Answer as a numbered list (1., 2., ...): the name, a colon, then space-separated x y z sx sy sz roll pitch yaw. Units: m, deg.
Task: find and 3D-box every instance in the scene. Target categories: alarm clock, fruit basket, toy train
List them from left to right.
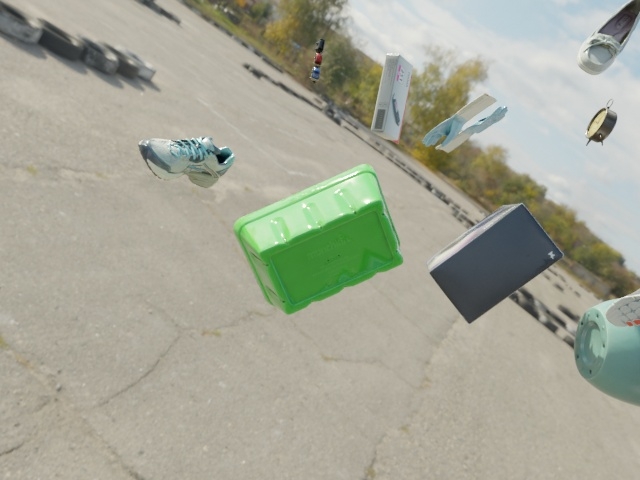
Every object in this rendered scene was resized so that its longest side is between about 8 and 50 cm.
1. toy train: -0.007 -0.533 1.719 0.027 0.158 0.036 15 -22 -15
2. fruit basket: 0.000 0.000 1.418 0.392 0.391 0.283 -109 176 -69
3. alarm clock: 1.096 -0.461 2.242 0.064 0.192 0.129 22 -6 -2

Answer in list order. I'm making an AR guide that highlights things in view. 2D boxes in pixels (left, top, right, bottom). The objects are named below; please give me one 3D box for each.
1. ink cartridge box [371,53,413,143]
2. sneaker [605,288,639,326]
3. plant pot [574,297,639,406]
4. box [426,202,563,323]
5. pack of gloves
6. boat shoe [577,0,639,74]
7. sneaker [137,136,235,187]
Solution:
1. ink cartridge box: 0.281 -0.498 2.088 0.060 0.275 0.238 13 3 32
2. sneaker: 0.644 0.120 1.147 0.061 0.157 0.065 61 23 10
3. plant pot: 0.786 0.273 1.448 0.235 0.293 0.293 10 14 1
4. box: 0.458 0.051 1.588 0.183 0.296 0.294 52 8 3
5. pack of gloves: 0.415 -0.310 1.638 0.195 0.232 0.046 5 60 -49
6. boat shoe: 0.956 -0.672 1.904 0.118 0.320 0.103 40 -17 15
7. sneaker: -0.318 -0.215 1.407 0.283 0.122 0.110 2 58 -63
